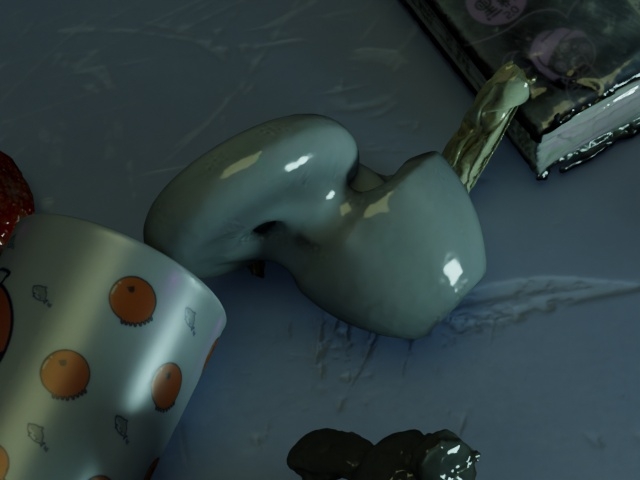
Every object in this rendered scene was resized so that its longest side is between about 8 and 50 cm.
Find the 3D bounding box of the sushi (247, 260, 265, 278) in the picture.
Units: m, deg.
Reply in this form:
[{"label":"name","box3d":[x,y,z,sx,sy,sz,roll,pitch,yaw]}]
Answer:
[{"label":"sushi","box3d":[-0.084,-0.003,1.732,0.050,0.047,0.099,-35,54,-10]}]

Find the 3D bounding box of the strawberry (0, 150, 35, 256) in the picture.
[{"label":"strawberry","box3d":[-0.344,-0.028,1.725,0.131,0.131,0.148,25,75,17]}]

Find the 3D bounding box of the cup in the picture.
[{"label":"cup","box3d":[-0.240,0.165,1.565,0.212,0.212,0.317,17,66,14]}]

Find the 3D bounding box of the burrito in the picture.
[{"label":"burrito","box3d":[0.145,-0.092,1.700,0.041,0.185,0.045,5,34,-38]}]

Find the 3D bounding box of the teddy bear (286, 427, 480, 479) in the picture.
[{"label":"teddy bear","box3d":[0.051,0.243,1.495,0.171,0.251,0.144,18,63,30]}]

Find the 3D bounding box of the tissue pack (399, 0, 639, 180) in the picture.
[{"label":"tissue pack","box3d":[0.229,-0.265,1.803,0.259,0.122,0.361,-29,62,-12]}]

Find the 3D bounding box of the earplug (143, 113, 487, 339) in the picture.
[{"label":"earplug","box3d":[-0.001,-0.011,1.612,0.325,0.214,0.175,11,55,-23]}]
